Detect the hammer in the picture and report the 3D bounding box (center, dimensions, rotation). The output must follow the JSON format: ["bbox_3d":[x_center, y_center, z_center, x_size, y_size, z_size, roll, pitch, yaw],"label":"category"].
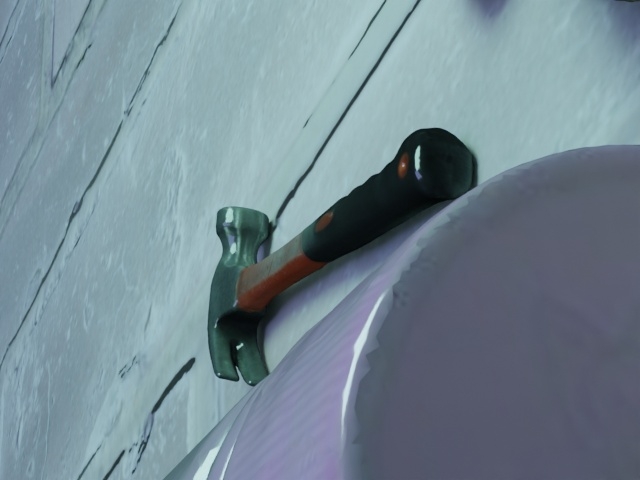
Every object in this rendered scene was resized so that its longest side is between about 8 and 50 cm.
[{"bbox_3d":[0.001,0.000,0.912,0.288,0.033,0.111,144,134,-62],"label":"hammer"}]

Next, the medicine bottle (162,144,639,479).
[{"bbox_3d":[0.035,0.129,0.506,0.316,0.202,0.202,133,143,-56],"label":"medicine bottle"}]
